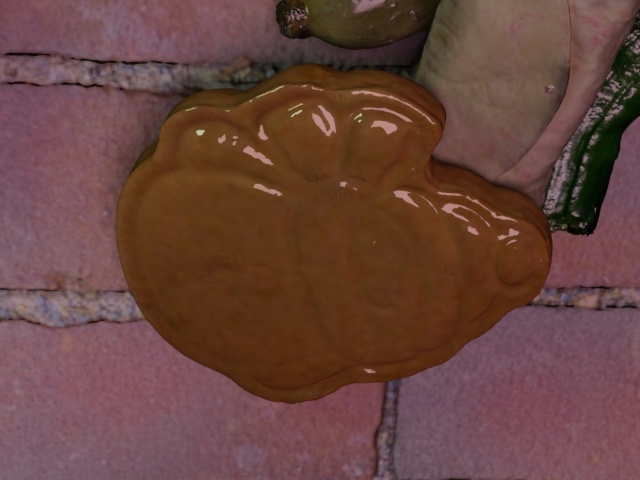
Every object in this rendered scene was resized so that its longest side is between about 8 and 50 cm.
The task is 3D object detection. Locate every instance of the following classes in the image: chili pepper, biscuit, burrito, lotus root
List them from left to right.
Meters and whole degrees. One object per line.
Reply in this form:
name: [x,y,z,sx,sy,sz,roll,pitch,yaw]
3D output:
biscuit: [0.000,0.000,1.411,0.351,0.057,0.312,-14,126,20]
lotus root: [0.052,-0.201,1.390,0.183,0.077,0.090,-23,114,-2]
burrito: [0.152,-0.145,1.355,0.143,0.105,0.299,22,134,2]
chili pepper: [0.224,-0.093,1.473,0.098,0.061,0.224,15,112,-28]
